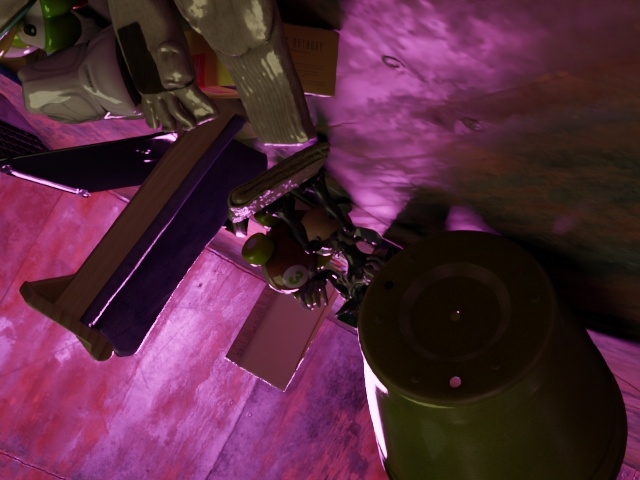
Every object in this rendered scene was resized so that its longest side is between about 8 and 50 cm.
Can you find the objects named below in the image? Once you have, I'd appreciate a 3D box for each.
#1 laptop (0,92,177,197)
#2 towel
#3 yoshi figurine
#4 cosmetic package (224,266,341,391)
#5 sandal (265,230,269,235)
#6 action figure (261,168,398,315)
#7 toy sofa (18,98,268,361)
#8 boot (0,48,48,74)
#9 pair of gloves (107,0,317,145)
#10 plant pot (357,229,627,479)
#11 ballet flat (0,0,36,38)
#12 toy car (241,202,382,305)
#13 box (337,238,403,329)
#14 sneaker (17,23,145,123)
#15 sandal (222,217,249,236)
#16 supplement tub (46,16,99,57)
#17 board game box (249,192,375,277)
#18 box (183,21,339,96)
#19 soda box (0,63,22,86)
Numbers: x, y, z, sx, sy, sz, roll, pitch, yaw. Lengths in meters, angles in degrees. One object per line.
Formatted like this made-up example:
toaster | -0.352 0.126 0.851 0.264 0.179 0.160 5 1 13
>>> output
laptop | -0.405 -0.207 1.343 0.408 0.236 0.382 47 -179 6
towel | -0.053 -0.074 1.027 0.027 0.148 0.110 56 169 4
yoshi figurine | -0.433 -0.270 0.918 0.362 0.203 0.203 16 157 31
cosmetic package | -0.063 0.141 1.698 0.113 0.309 0.160 31 171 -15
sandal | -0.089 -0.006 1.785 0.049 0.072 0.180 9 172 -15
action figure | 0.036 0.036 1.164 0.276 0.164 0.141 49 -152 -18
toy sofa | -0.199 -0.021 1.043 0.177 0.362 0.150 39 168 -21
boot | -0.344 -0.249 1.197 0.248 0.090 0.207 19 180 34
pair of gloves | -0.107 -0.169 0.636 0.240 0.042 0.204 18 133 48
plant pot | 0.209 0.174 1.093 0.366 0.366 0.353 23 157 33
ballet flat | -0.279 -0.248 0.772 0.052 0.168 0.057 44 -154 -27
toy car | 0.000 0.000 1.310 0.188 0.149 0.155 -18 134 38
box | 0.105 0.084 1.320 0.105 0.179 0.043 27 138 7
sneaker | -0.242 -0.176 0.904 0.118 0.110 0.292 -15 -173 0
sandal | -0.169 -0.068 1.410 0.086 0.120 0.303 7 178 -15
supplement tub | -0.297 -0.216 1.022 0.071 0.071 0.107 14 124 58
board game box | -0.007 -0.006 1.529 0.305 0.053 0.193 31 170 -17
box | -0.081 -0.163 0.763 0.087 0.058 0.232 1 -172 -33
soda box | -0.515 -0.314 1.287 0.210 0.071 0.067 33 171 -26
